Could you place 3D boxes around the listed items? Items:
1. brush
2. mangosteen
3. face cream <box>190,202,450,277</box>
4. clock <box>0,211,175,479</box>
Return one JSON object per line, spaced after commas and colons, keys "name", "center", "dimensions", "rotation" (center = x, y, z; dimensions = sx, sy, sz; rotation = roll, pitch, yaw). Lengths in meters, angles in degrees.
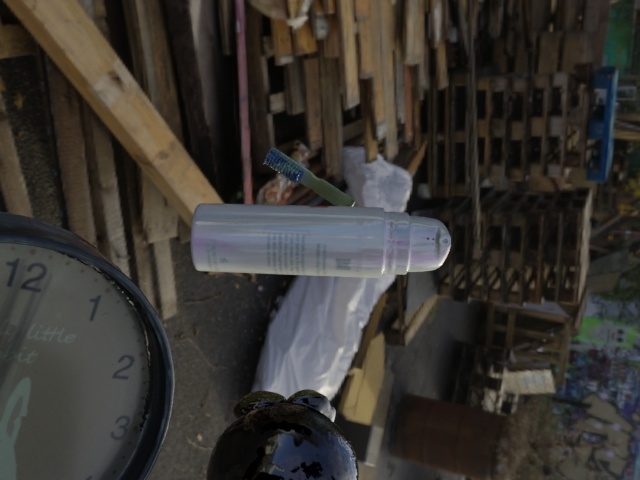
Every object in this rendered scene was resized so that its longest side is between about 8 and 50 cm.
{"name": "brush", "center": [-0.022, -0.103, 1.112], "dimensions": [0.033, 0.179, 0.030], "rotation": [-61, 172, 31]}
{"name": "mangosteen", "center": [-0.057, 0.333, 0.951], "dimensions": [0.243, 0.243, 0.242], "rotation": [-23, 116, -61]}
{"name": "face cream", "center": [0.000, 0.000, 0.895], "dimensions": [0.102, 0.346, 0.101], "rotation": [2, 90, -90]}
{"name": "clock", "center": [-0.317, 0.165, 0.590], "dimensions": [0.387, 0.077, 0.385], "rotation": [-14, 112, -37]}
